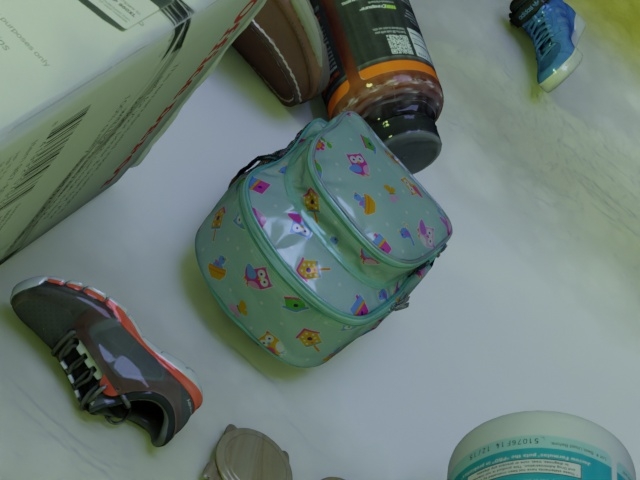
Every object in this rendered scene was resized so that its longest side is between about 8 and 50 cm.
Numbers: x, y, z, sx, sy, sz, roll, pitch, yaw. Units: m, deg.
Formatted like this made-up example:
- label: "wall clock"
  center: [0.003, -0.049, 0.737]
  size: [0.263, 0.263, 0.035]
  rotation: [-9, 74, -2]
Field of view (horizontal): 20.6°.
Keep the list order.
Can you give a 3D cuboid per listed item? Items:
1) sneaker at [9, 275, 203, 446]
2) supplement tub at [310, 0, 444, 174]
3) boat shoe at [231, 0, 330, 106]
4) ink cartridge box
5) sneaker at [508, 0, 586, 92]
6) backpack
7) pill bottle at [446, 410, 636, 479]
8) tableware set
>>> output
- label: "sneaker"
  center: [-0.153, 0.086, 1.227]
  size: [0.158, 0.061, 0.065]
  rotation: [36, 46, -10]
- label: "supplement tub"
  center: [0.047, -0.153, 1.575]
  size: [0.106, 0.106, 0.198]
  rotation: [8, 52, -37]
- label: "boat shoe"
  center: [-0.118, -0.240, 1.518]
  size: [0.116, 0.123, 0.324]
  rotation: [-39, 95, -18]
- label: "ink cartridge box"
  center: [-0.226, -0.095, 1.140]
  size: [0.166, 0.285, 0.395]
  rotation: [46, 38, 1]
- label: "sneaker"
  center: [0.228, -0.216, 1.823]
  size: [0.084, 0.058, 0.152]
  rotation: [42, 34, -13]
- label: "backpack"
  center: [0.000, 0.000, 1.372]
  size: [0.166, 0.144, 0.188]
  rotation: [50, 42, -2]
- label: "pill bottle"
  center: [0.158, 0.263, 1.272]
  size: [0.146, 0.146, 0.264]
  rotation: [29, 41, -19]
- label: "tableware set"
  center: [-0.014, 0.211, 1.269]
  size: [0.169, 0.020, 0.141]
  rotation: [24, 41, -22]
